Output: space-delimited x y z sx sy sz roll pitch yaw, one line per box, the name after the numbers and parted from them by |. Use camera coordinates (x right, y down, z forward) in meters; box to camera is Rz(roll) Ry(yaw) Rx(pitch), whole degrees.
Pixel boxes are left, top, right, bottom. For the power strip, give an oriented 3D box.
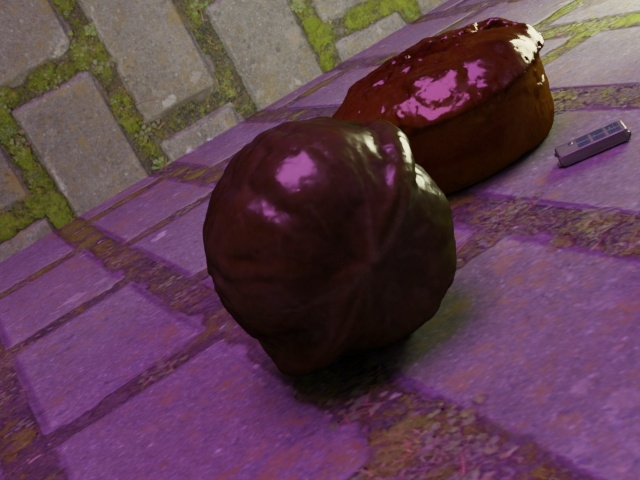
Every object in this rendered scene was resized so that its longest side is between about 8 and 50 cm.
0.313 -0.112 1.126 0.090 0.016 0.040 -23 17 14 | power strip

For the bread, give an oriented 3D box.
0.170 -0.178 1.304 0.312 0.172 0.312 -26 21 11 | bread

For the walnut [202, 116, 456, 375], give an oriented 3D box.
0.000 0.000 0.933 0.283 0.228 0.282 -53 24 35 | walnut
